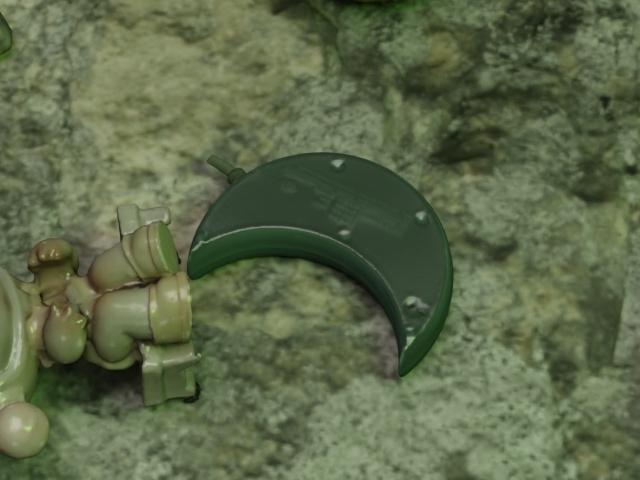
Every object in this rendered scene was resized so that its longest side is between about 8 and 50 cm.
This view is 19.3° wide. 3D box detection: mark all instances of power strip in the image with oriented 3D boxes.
[{"bbox_3d":[0.000,0.000,1.331,0.216,0.044,0.137,26,67,17],"label":"power strip"}]

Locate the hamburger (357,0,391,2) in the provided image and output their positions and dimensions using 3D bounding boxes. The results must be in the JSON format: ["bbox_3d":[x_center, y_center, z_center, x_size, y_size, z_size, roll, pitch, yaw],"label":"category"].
[{"bbox_3d":[0.024,-0.275,1.433,0.235,0.125,0.214,-28,57,-14],"label":"hamburger"}]

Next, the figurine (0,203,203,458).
[{"bbox_3d":[-0.213,0.061,1.276,0.256,0.144,0.182,-12,82,-4],"label":"figurine"}]

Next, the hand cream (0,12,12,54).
[{"bbox_3d":[-0.305,-0.138,1.439,0.143,0.039,0.061,-26,65,-3],"label":"hand cream"}]
